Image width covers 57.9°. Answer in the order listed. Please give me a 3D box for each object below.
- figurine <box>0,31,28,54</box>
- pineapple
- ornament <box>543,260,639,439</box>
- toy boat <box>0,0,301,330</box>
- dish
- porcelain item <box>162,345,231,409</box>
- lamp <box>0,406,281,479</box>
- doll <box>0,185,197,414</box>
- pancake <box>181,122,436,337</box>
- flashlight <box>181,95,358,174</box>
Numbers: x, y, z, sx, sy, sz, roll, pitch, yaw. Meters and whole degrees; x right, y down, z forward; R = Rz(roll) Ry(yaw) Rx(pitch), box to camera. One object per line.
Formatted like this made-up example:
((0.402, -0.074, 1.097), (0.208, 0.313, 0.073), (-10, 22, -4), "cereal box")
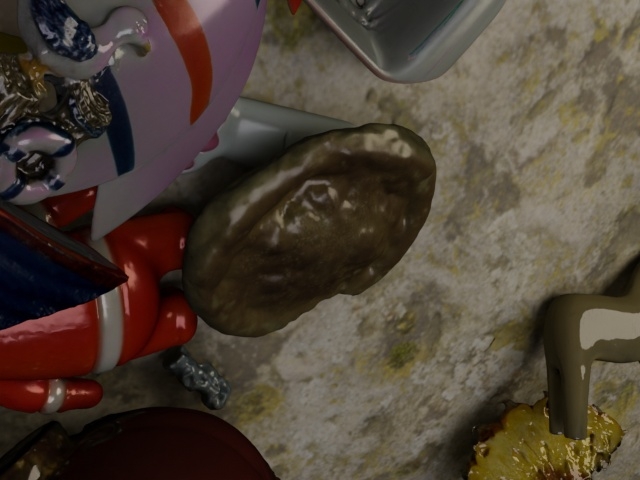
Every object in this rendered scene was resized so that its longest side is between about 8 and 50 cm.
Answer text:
((-0.305, -0.096, 0.233), (0.327, 0.169, 0.218), (-55, 149, -38), "figurine")
((0.252, 0.286, 0.765), (0.140, 0.164, 0.250), (42, 91, 5), "pineapple")
((0.383, 0.110, 0.705), (0.230, 0.061, 0.245), (3, 81, -10), "ornament")
((-0.118, -0.067, 0.332), (0.318, 0.072, 0.219), (-34, 143, -35), "toy boat")
((0.040, -0.221, 0.410), (0.234, 0.064, 0.154), (38, 97, -33), "dish")
((-0.115, 0.132, 0.550), (0.028, 0.036, 0.083), (-20, 123, 26), "porcelain item")
((-0.164, 0.268, 0.442), (0.303, 0.303, 0.257), (-40, 99, 0), "lamp")
((-0.242, 0.058, 0.390), (0.336, 0.105, 0.200), (-13, 124, -37), "doll")
((0.000, 0.001, 0.484), (0.236, 0.042, 0.223), (-7, 137, -34), "pancake")
((-0.045, -0.081, 0.458), (0.200, 0.047, 0.093), (12, 111, -28), "flashlight")
